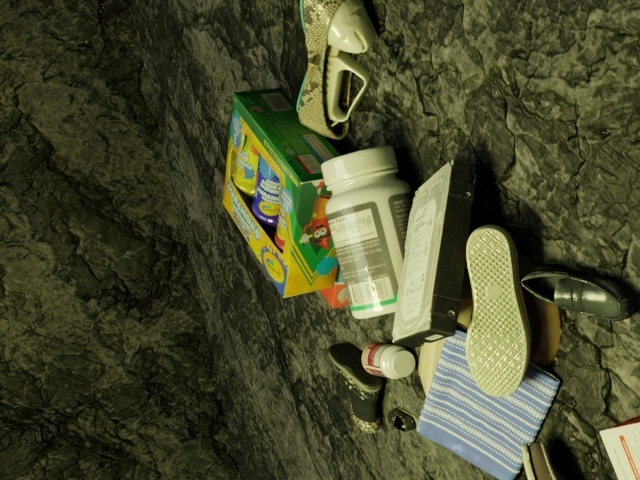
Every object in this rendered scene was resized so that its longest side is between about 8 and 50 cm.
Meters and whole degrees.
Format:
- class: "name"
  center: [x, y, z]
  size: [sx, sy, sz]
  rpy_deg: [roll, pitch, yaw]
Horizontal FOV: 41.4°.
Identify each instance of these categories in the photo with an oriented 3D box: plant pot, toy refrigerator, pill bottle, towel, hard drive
- class: "plant pot"
  center: [0.379, 0.141, 1.657]
  size: [0.236, 0.032, 0.236]
  rpy_deg: [44, 141, 51]
- class: "toy refrigerator"
  center: [0.277, 0.206, 1.823]
  size: [0.102, 0.094, 0.269]
  rpy_deg: [-102, 12, -59]
- class: "pill bottle"
  center: [0.127, -0.019, 1.914]
  size: [0.204, 0.204, 0.361]
  rpy_deg: [-17, 87, 66]
- class: "pill bottle"
  center: [0.173, 0.303, 2.126]
  size: [0.152, 0.086, 0.086]
  rpy_deg: [-4, 99, 66]
- class: "towel"
  center: [0.330, 0.341, 1.734]
  size: [0.243, 0.040, 0.336]
  rpy_deg: [29, 133, 22]
- class: "hard drive"
  center: [0.223, 0.033, 1.686]
  size: [0.237, 0.064, 0.339]
  rpy_deg: [135, 147, -73]

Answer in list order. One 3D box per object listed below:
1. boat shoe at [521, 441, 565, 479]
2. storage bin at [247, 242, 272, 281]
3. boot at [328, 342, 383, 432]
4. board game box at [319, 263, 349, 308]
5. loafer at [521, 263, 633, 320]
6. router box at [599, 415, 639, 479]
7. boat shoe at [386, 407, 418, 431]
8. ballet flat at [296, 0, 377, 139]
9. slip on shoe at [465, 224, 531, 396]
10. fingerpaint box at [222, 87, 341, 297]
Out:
- class: "boat shoe"
  center: [0.471, 0.525, 1.580]
  size: [0.116, 0.097, 0.324]
  rpy_deg: [31, -142, -65]
- class: "storage bin"
  center: [-0.124, 0.023, 2.424]
  size: [0.180, 0.122, 0.084]
  rpy_deg: [54, 147, 41]
- class: "boot"
  center: [0.095, 0.408, 2.354]
  size: [0.236, 0.085, 0.178]
  rpy_deg: [40, 139, 53]
- class: "board game box"
  center: [0.000, 0.000, 2.371]
  size: [0.316, 0.064, 0.242]
  rpy_deg: [50, 145, 45]
- class: "loafer"
  center: [0.436, 0.093, 1.449]
  size: [0.223, 0.078, 0.076]
  rpy_deg: [24, 124, 61]
- class: "router box"
  center: [0.598, 0.410, 1.256]
  size: [0.301, 0.082, 0.335]
  rpy_deg: [-44, 62, 63]
- class: "boat shoe"
  center: [0.204, 0.467, 2.200]
  size: [0.133, 0.042, 0.049]
  rpy_deg: [-2, 102, 67]
- class: "ballet flat"
  center: [0.046, -0.433, 1.978]
  size: [0.182, 0.164, 0.482]
  rpy_deg: [36, 145, 25]
- class: "slip on shoe"
  center: [0.334, 0.131, 1.588]
  size: [0.123, 0.101, 0.331]
  rpy_deg: [-3, 98, 23]
- class: "fingerpaint box"
  center: [-0.103, -0.134, 2.251]
  size: [0.445, 0.163, 0.371]
  rpy_deg: [54, 145, 41]
